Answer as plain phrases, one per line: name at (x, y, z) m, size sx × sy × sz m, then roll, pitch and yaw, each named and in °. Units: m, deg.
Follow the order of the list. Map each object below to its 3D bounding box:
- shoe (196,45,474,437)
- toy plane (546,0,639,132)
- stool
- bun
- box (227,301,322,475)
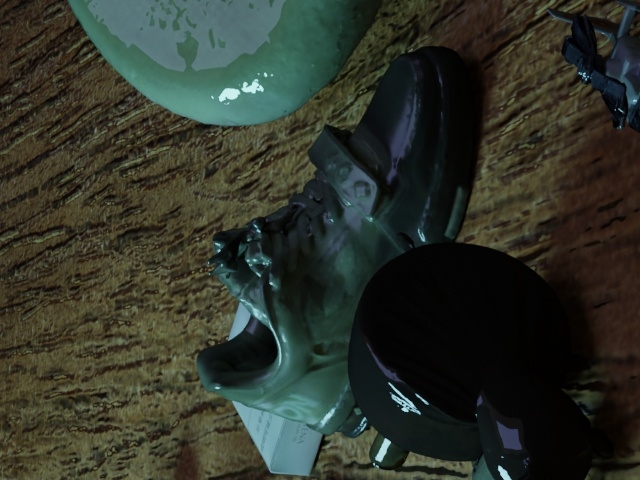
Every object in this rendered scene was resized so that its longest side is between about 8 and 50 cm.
shoe at (-0.001, -0.001, 1.333) m, size 0.109 × 0.149 × 0.293 m, roll -126°, pitch 48°, yaw -60°
toy plane at (0.174, -0.093, 1.052) m, size 0.197 × 0.078 × 0.053 m, roll -99°, pitch 22°, yaw -66°
stool at (0.092, 0.093, 1.135) m, size 0.217 × 0.125 × 0.121 m, roll 55°, pitch 153°, yaw 33°
bun at (-0.048, -0.236, 1.483) m, size 0.293 × 0.187 × 0.293 m, roll 9°, pitch 106°, yaw 36°
box at (-0.035, 0.107, 1.508) m, size 0.154 × 0.040 × 0.084 m, roll -124°, pitch 45°, yaw -59°
